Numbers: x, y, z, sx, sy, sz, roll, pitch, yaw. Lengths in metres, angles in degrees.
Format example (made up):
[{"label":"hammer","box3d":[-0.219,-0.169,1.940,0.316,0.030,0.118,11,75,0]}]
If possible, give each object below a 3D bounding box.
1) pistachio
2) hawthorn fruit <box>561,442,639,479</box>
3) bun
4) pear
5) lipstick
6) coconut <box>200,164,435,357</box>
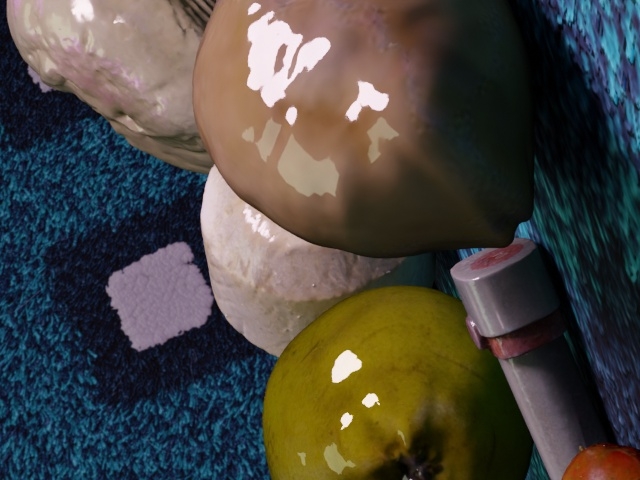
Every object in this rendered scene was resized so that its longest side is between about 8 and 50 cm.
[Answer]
[{"label":"pistachio","box3d":[0.026,-0.073,0.826,0.181,0.162,0.293,37,-178,-13]},{"label":"hawthorn fruit","box3d":[0.160,0.145,0.874,0.077,0.077,0.077,158,90,-87]},{"label":"bun","box3d":[-0.158,-0.204,1.706,0.361,0.213,0.361,32,-149,-22]},{"label":"pear","box3d":[0.059,0.138,1.236,0.269,0.212,0.212,-99,-12,-84]},{"label":"lipstick","box3d":[0.138,0.094,0.996,0.063,0.057,0.186,-131,16,-80]},{"label":"coconut","box3d":[0.000,0.000,1.416,0.222,0.202,0.202,80,168,-60]}]
